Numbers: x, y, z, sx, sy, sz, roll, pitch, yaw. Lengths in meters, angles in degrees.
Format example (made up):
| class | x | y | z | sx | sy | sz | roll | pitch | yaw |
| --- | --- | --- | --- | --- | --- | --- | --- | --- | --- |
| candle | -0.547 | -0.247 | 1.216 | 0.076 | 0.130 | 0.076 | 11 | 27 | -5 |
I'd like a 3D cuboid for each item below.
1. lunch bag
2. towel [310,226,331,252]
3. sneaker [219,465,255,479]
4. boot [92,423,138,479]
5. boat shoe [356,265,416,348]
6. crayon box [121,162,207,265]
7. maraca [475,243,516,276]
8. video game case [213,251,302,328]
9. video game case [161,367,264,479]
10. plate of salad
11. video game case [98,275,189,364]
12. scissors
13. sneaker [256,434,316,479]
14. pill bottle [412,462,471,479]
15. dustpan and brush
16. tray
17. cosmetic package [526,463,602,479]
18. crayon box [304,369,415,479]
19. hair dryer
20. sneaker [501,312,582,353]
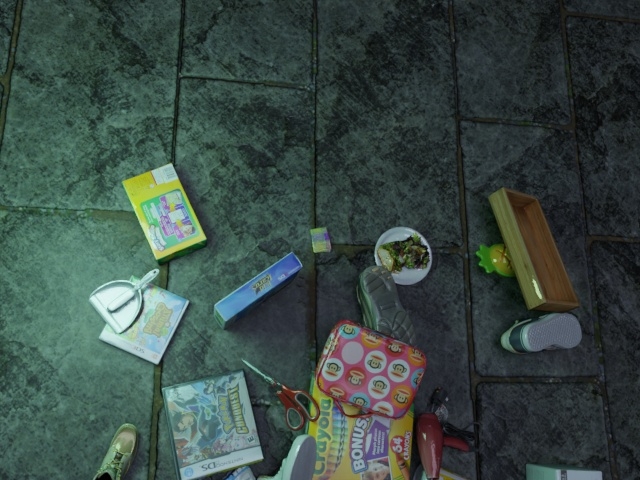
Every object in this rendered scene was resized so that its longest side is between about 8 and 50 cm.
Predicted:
| class | x | y | z | sx | sy | sz | roll | pitch | yaw |
| --- | --- | --- | --- | --- | --- | --- | --- | --- | --- |
| lunch bag | 0.136 | 0.389 | 1.725 | 0.293 | 0.120 | 0.258 | 23 | 85 | -2 |
| towel | 0.000 | 0.000 | 1.974 | 0.060 | 0.009 | 0.083 | -9 | 77 | -12 |
| sneaker | -0.267 | 0.721 | 1.710 | 0.190 | 0.071 | 0.083 | -35 | 90 | -16 |
| boot | -0.561 | 0.612 | 1.631 | 0.077 | 0.165 | 0.213 | 20 | 75 | -5 |
| boat shoe | 0.204 | 0.256 | 1.884 | 0.132 | 0.130 | 0.356 | -10 | 80 | -17 |
| crayon box | -0.485 | -0.083 | 1.869 | 0.165 | 0.081 | 0.278 | -24 | 81 | -15 |
| maraca | 0.610 | 0.065 | 2.016 | 0.185 | 0.099 | 0.127 | 4 | 56 | -18 |
| video game case | -0.190 | 0.155 | 1.776 | 0.269 | 0.244 | 0.061 | -34 | 85 | -16 |
| video game case | -0.313 | 0.533 | 1.737 | 0.248 | 0.035 | 0.275 | -12 | 65 | -13 |
| plate of salad | 0.280 | 0.048 | 1.993 | 0.199 | 0.048 | 0.200 | 3 | 75 | -9 |
| video game case | -0.530 | 0.239 | 1.808 | 0.193 | 0.023 | 0.212 | 25 | 73 | -3 |
| scissors | -0.117 | 0.431 | 1.782 | 0.109 | 0.021 | 0.297 | -43 | 65 | 3 |
| sneaker | -0.117 | 0.671 | 1.684 | 0.108 | 0.169 | 0.293 | 20 | 83 | -48 |
| pill bottle | 0.388 | 0.755 | 1.793 | 0.208 | 0.117 | 0.118 | 23 | 73 | -4 |
| dustpan and brush | -0.565 | 0.157 | 1.778 | 0.211 | 0.060 | 0.147 | -39 | 86 | -16 |
| tray | 0.700 | 0.033 | 1.975 | 0.202 | 0.076 | 0.411 | 9 | 57 | -37 |
| cosmetic package | 0.739 | 0.766 | 1.819 | 0.151 | 0.184 | 0.151 | 5 | 75 | -9 |
| crayon box | 0.110 | 0.591 | 1.790 | 0.313 | 0.106 | 0.363 | 9 | 74 | -8 |
| hair dryer | 0.384 | 0.598 | 1.802 | 0.223 | 0.080 | 0.293 | 46 | 48 | 5 |
| sneaker | 0.728 | 0.306 | 1.978 | 0.321 | 0.127 | 0.126 | 1 | 77 | -36 |
